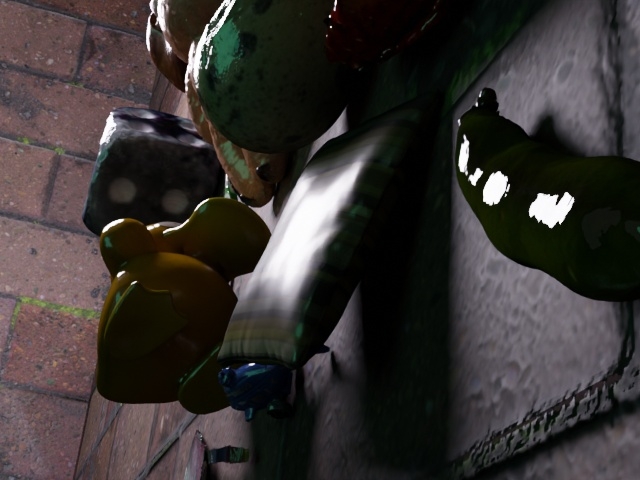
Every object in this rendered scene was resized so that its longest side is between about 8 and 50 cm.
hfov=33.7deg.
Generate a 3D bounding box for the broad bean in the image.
[{"bbox_3d":[0.100,-0.019,0.467,0.065,0.046,0.254,-60,16,10],"label":"broad bean"}]

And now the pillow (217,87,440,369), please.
[{"bbox_3d":[0.000,0.000,0.771,0.212,0.052,0.208,-62,15,-13],"label":"pillow"}]

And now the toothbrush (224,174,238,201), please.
[{"bbox_3d":[-0.113,-0.031,1.314,0.030,0.030,0.304,131,150,-60],"label":"toothbrush"}]

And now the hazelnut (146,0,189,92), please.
[{"bbox_3d":[-0.127,-0.280,1.365,0.178,0.178,0.204,-90,25,-43],"label":"hazelnut"}]

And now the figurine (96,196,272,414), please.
[{"bbox_3d":[-0.148,0.063,1.066,0.228,0.215,0.215,-72,7,-45],"label":"figurine"}]

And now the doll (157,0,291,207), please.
[{"bbox_3d":[-0.075,-0.190,1.182,0.201,0.156,0.303,-40,66,53],"label":"doll"}]

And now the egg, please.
[{"bbox_3d":[-0.032,-0.162,0.911,0.182,0.141,0.141,-62,18,17],"label":"egg"}]

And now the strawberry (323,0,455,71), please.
[{"bbox_3d":[0.059,-0.186,0.740,0.121,0.082,0.188,-61,-3,-27],"label":"strawberry"}]

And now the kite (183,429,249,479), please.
[{"bbox_3d":[-0.125,0.280,1.091,0.360,0.022,0.204,137,144,-66],"label":"kite"}]

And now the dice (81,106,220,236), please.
[{"bbox_3d":[-0.257,-0.094,1.613,0.182,0.183,0.182,-110,35,-69],"label":"dice"}]

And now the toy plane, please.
[{"bbox_3d":[-0.040,0.107,0.859,0.167,0.062,0.054,-39,38,51],"label":"toy plane"}]
